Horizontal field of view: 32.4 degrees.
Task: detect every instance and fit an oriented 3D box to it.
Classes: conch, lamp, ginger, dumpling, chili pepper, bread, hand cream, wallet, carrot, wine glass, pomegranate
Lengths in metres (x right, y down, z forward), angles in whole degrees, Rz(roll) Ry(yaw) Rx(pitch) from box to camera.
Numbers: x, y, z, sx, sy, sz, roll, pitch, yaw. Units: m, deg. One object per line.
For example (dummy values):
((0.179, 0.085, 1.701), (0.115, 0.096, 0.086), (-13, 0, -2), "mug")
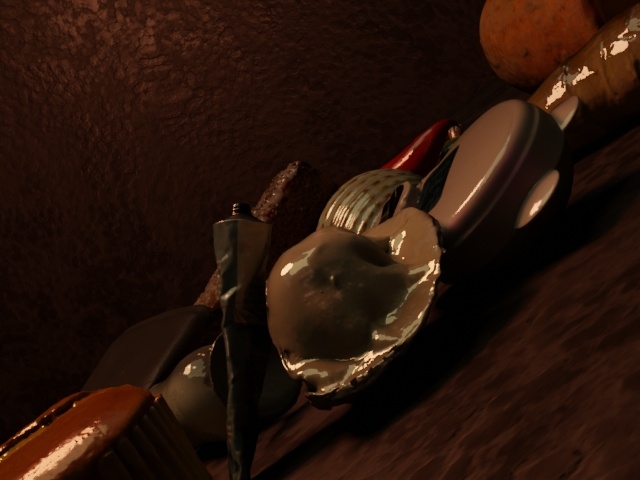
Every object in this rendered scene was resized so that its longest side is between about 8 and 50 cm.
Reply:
((0.071, -0.016, 1.255), (0.172, 0.131, 0.200), (-19, -1, -22), "conch")
((0.145, -0.027, 1.015), (0.246, 0.108, 0.179), (-36, 18, 45), "lamp")
((0.328, -0.180, 1.196), (0.109, 0.116, 0.263), (12, -37, -37), "ginger")
((0.034, 0.042, 0.921), (0.172, 0.142, 0.247), (-38, 21, 13), "dumpling")
((0.088, -0.055, 1.761), (0.368, 0.092, 0.137), (-37, 10, 47), "chili pepper")
((-0.233, 0.245, 0.938), (0.288, 0.156, 0.204), (-37, 7, -13), "bread")
((-0.102, 0.030, 1.863), (0.165, 0.113, 0.416), (-49, 9, 38), "bread")
((-0.072, 0.091, 0.937), (0.052, 0.248, 0.075), (1, -6, 11), "hand cream")
((-0.238, 0.179, 1.348), (0.168, 0.052, 0.245), (-23, 23, 37), "wallet")
((0.368, -0.317, 1.546), (0.224, 0.224, 0.341), (-39, 11, -12), "carrot")
((-0.113, 0.163, 1.158), (0.103, 0.103, 0.231), (-41, 2, -34), "wine glass")
((0.214, -0.136, 1.708), (0.073, 0.084, 0.073), (-35, -2, -1), "pomegranate")
